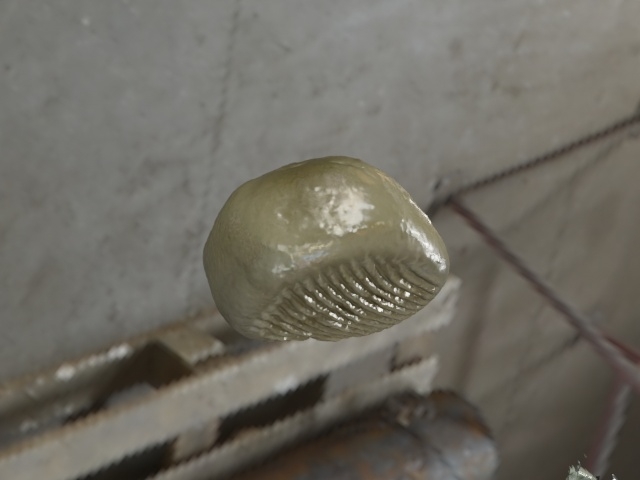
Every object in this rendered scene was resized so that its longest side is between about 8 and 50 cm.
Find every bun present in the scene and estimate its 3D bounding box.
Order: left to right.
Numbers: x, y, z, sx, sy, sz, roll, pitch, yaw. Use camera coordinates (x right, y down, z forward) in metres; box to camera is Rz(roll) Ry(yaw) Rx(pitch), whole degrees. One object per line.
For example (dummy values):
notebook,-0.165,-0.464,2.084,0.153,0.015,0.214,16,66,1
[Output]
bun,0.000,0.000,1.263,0.167,0.113,0.173,-11,157,-8

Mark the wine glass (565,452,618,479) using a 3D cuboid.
wine glass,0.113,0.330,1.302,0.357,0.190,0.190,-40,151,12
